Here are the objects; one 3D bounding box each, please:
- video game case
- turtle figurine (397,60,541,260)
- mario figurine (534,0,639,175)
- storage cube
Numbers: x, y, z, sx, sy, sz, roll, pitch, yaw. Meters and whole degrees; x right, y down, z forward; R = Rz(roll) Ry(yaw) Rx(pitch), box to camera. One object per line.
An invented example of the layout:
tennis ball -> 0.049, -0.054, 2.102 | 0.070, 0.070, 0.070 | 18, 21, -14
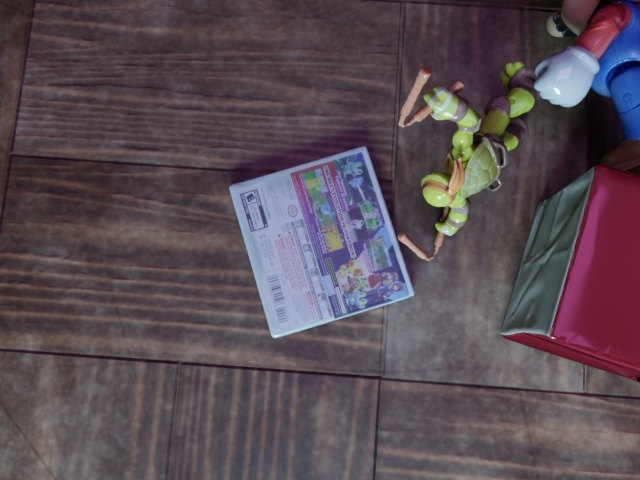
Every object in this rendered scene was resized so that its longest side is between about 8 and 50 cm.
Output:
video game case -> 0.000, 0.000, 0.745 | 0.184, 0.023, 0.201 | -17, 81, -2
turtle figurine -> 0.175, -0.108, 0.666 | 0.087, 0.269, 0.217 | 25, 57, 34
mario figurine -> 0.332, -0.217, 0.701 | 0.170, 0.198, 0.320 | -14, 75, 19
storage cube -> 0.338, 0.048, 0.654 | 0.193, 0.183, 0.214 | 17, 83, 4
